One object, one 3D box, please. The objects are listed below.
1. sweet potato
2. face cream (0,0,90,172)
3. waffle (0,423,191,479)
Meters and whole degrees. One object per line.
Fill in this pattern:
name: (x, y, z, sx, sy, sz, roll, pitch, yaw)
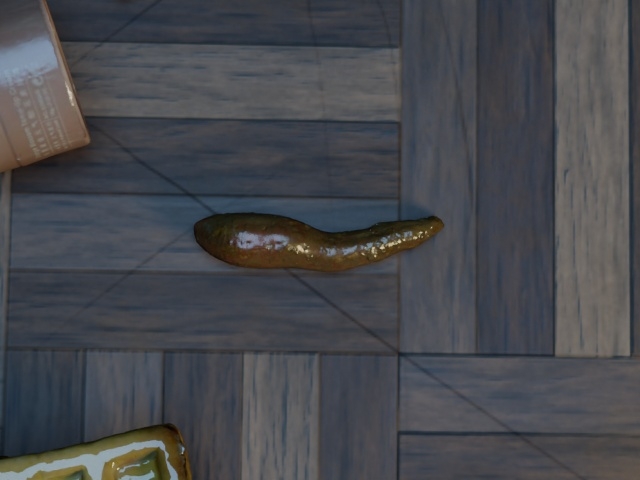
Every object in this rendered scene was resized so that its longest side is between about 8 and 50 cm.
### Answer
sweet potato: (0.000, 0.000, 1.506, 0.214, 0.050, 0.050, 1, 84, -6)
face cream: (-0.259, -0.134, 1.456, 0.104, 0.149, 0.149, -18, 85, -5)
waffle: (-0.246, 0.269, 1.364, 0.328, 0.098, 0.224, -10, 73, -8)
